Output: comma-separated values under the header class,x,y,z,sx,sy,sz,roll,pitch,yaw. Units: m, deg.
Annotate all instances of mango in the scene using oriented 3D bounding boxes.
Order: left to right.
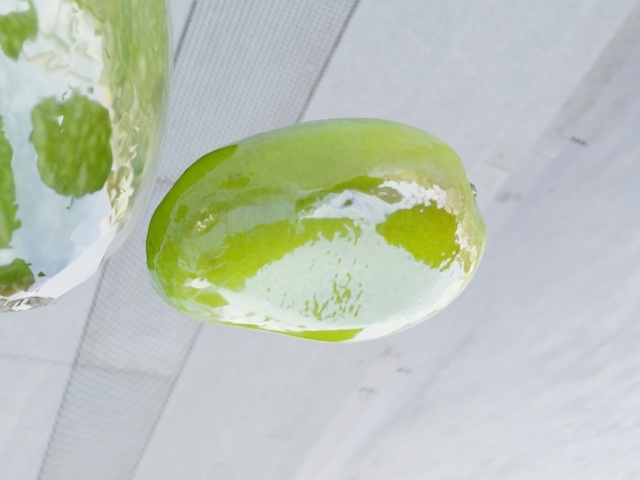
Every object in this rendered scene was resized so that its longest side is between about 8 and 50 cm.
class,x,y,z,sx,sy,sz,roll,pitch,yaw
mango,0.003,-0.004,0.583,0.163,0.089,0.117,2,140,-32

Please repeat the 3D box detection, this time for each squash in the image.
class,x,y,z,sx,sy,sz,roll,pitch,yaw
squash,-0.188,-0.125,0.663,0.310,0.309,0.310,-35,165,-11
